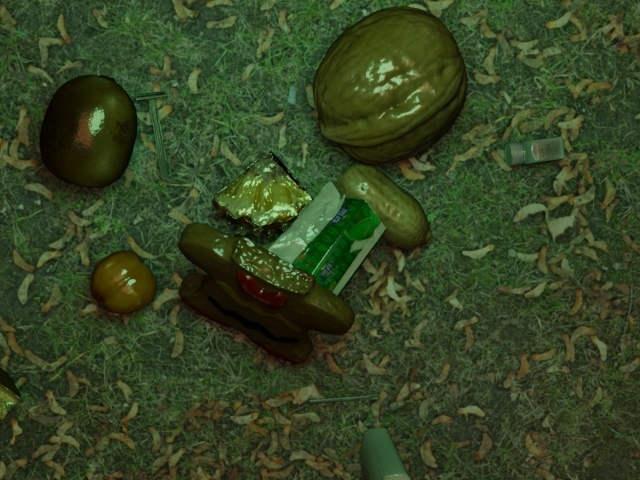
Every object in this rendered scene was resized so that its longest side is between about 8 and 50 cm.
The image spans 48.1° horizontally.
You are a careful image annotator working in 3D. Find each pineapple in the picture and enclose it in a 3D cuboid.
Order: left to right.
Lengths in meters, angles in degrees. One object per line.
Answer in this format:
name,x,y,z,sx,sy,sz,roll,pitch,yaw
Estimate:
pineapple,-0.116,-0.099,1.563,0.237,0.114,0.186,-1,84,-2

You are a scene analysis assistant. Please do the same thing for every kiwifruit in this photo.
kiwifruit,-0.477,-0.230,1.489,0.196,0.196,0.233,21,98,-5

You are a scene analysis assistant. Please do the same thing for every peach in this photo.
peach,-0.429,0.094,1.556,0.138,0.138,0.138,0,96,-4

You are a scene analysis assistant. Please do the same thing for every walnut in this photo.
walnut,0.140,-0.312,1.479,0.333,0.333,0.332,0,96,-4

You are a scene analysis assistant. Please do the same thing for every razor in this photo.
razor,-0.355,-0.229,1.574,0.068,0.037,0.191,-10,98,-7

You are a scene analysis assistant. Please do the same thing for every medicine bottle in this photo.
medicine bottle,0.479,-0.200,1.611,0.118,0.074,0.054,-7,97,-3

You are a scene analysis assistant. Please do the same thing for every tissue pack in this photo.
tissue pack,0.000,0.001,1.448,0.209,0.148,0.156,-52,127,-15

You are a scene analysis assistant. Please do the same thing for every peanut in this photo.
peanut,0.143,-0.071,1.572,0.253,0.137,0.122,35,90,-9

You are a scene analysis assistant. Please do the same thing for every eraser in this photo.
eraser,0.147,0.537,1.563,0.095,0.270,0.174,-5,95,-5

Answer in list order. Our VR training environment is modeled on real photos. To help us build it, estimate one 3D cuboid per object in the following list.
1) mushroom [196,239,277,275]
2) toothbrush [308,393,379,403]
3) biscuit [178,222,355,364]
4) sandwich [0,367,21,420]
mushroom,-0.101,0.041,1.594,0.351,0.095,0.122,-11,70,-3
toothbrush,0.055,0.370,1.669,0.167,0.014,0.011,-3,104,-3
biscuit,-0.143,0.125,1.457,0.368,0.394,0.076,30,63,-7
sandwich,-0.767,0.302,1.578,0.244,0.088,0.090,34,84,-2
